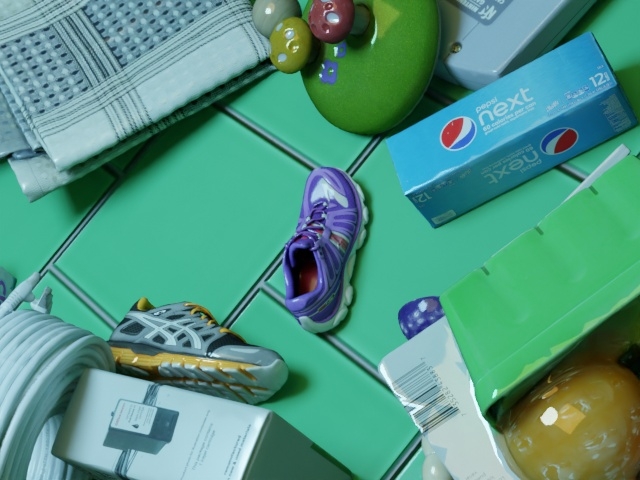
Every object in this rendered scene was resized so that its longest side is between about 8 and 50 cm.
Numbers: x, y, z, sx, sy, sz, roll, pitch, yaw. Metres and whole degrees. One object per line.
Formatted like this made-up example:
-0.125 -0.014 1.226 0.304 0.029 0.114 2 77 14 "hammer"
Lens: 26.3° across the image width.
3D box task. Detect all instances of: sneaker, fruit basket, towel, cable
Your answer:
0.000 0.000 1.273 0.068 0.071 0.169 -11 57 26 "sneaker"
0.265 0.131 1.008 0.327 0.165 0.353 -38 67 3 "fruit basket"
-0.119 0.098 1.282 0.215 0.084 0.083 6 61 34 "sneaker"
-0.242 -0.223 1.505 0.324 0.056 0.312 -30 56 -4 "towel"
-0.268 0.191 1.213 0.089 0.257 0.257 14 36 13 "cable"

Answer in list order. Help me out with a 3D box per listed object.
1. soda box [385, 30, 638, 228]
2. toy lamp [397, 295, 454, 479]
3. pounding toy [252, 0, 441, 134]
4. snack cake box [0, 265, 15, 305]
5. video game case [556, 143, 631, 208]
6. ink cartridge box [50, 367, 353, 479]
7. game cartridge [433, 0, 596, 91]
0.170 -0.098 1.230 0.210 0.067 0.071 -27 52 15 "soda box"
0.095 0.181 1.107 0.080 0.080 0.274 -15 56 23 "toy lamp"
0.002 -0.214 1.322 0.183 0.110 0.237 -57 49 29 "pounding toy"
-0.476 0.096 1.492 0.264 0.089 0.152 -4 59 29 "snack cake box"
0.218 -0.038 1.139 0.087 0.122 0.011 -45 81 1 "video game case"
-0.103 0.189 1.172 0.208 0.153 0.086 9 68 36 "ink cartridge box"
0.135 -0.267 1.361 0.198 0.062 0.297 -49 50 3 "game cartridge"
